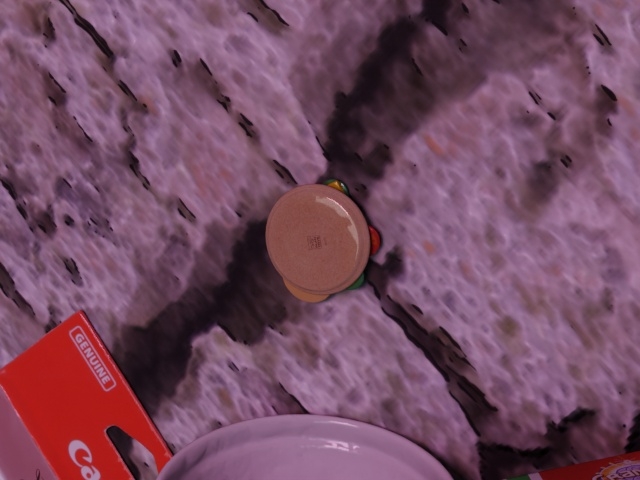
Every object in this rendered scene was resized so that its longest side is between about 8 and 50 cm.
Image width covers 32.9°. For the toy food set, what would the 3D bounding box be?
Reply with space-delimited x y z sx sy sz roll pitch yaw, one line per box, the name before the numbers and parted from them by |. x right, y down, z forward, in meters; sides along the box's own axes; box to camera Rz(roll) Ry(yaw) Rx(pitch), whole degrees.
toy food set | 0.000 0.000 0.769 0.082 0.020 0.083 -24 91 26

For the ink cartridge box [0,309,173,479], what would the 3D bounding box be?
ink cartridge box | -0.220 0.232 0.896 0.239 0.060 0.275 -34 87 27

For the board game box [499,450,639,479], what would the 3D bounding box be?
board game box | 0.163 0.253 0.629 0.316 0.064 0.242 -8 100 -15

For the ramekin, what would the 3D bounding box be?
ramekin | -0.010 0.216 0.725 0.207 0.207 0.109 11 115 21
